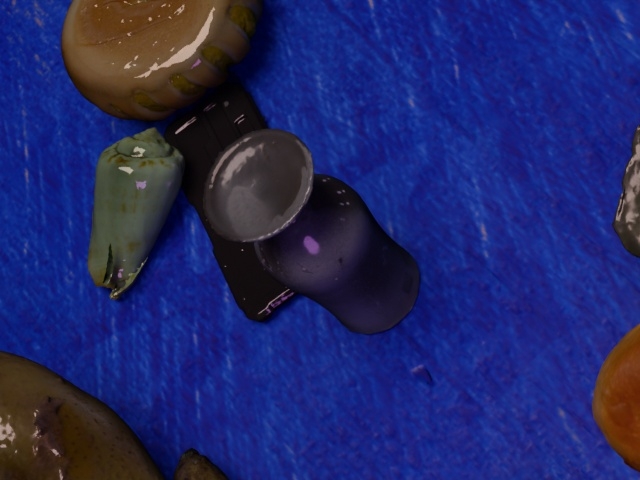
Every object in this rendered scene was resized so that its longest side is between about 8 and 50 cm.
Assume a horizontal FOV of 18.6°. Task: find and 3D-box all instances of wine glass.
[{"bbox_3d":[0.000,0.000,1.643,0.103,0.231,0.103,-13,60,23],"label":"wine glass"}]

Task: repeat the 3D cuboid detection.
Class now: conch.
[{"bbox_3d":[-0.190,-0.031,1.882,0.106,0.079,0.170,31,103,65],"label":"conch"}]

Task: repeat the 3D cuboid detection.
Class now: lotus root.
[{"bbox_3d":[-0.101,0.222,1.705,0.049,0.054,0.099,-28,53,-9],"label":"lotus root"}]

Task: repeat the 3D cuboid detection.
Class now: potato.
[{"bbox_3d":[-0.246,0.236,1.702,0.351,0.202,0.218,30,82,26],"label":"potato"}]

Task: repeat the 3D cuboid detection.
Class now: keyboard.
[{"bbox_3d":[-0.071,-0.041,1.845,0.106,0.016,0.262,-37,52,12],"label":"keyboard"}]

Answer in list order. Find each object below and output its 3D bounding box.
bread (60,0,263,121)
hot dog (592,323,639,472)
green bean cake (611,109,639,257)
[{"bbox_3d":[-0.152,-0.207,1.925,0.213,0.105,0.213,-13,59,22],"label":"bread"},{"bbox_3d":[0.384,0.111,1.335,0.405,0.185,0.223,28,120,38],"label":"hot dog"},{"bbox_3d":[0.340,-0.057,1.550,0.183,0.094,0.185,7,70,33],"label":"green bean cake"}]
